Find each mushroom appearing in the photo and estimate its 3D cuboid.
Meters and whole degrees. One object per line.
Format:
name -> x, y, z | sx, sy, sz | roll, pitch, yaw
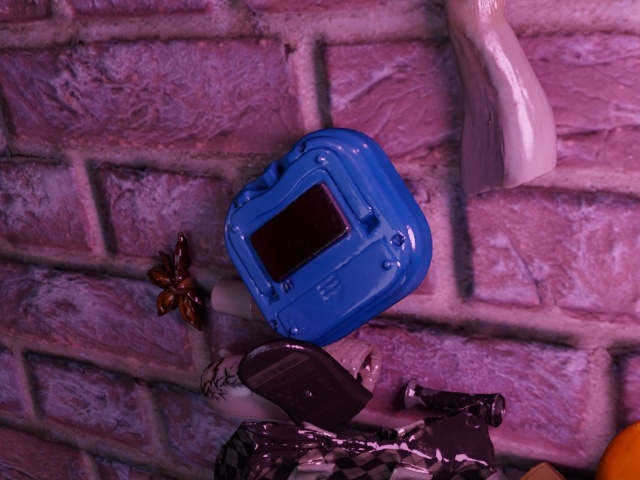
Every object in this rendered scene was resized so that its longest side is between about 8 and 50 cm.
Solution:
mushroom -> 0.237, -0.222, 1.244 | 0.159, 0.122, 0.329 | -8, 106, 26

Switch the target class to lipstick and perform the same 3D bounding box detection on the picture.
lipstick -> -0.082, 0.120, 1.636 | 0.254, 0.070, 0.070 | 8, 115, 30

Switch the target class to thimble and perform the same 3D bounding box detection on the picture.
thimble -> 0.048, 0.223, 1.567 | 0.090, 0.115, 0.102 | 11, 97, 29

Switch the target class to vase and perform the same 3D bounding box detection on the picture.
vase -> 0.227, 0.276, 1.511 | 0.167, 0.059, 0.059 | 5, 113, 31

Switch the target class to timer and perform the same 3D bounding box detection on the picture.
timer -> 0.000, 0.000, 1.466 | 0.340, 0.115, 0.309 | -37, 78, 30

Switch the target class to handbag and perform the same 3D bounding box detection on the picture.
handbag -> 0.044, 0.367, 1.417 | 0.317, 0.416, 0.180 | 110, 158, -57

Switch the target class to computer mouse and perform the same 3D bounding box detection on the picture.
computer mouse -> -0.022, 0.227, 1.460 | 0.147, 0.088, 0.264 | -27, 124, 20

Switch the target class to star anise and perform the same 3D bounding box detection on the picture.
star anise -> -0.297, 0.093, 1.776 | 0.157, 0.053, 0.212 | -11, 106, 36

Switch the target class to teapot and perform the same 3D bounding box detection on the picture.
teapot -> -0.104, 0.259, 1.642 | 0.208, 0.166, 0.299 | 28, 147, -30

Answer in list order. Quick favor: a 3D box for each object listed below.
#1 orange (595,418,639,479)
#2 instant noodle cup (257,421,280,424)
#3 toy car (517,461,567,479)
orange -> 0.512, 0.368, 1.254 | 0.246, 0.246, 0.246 | 14, 117, 28
instant noodle cup -> -0.082, 0.454, 1.713 | 0.153, 0.205, 0.205 | 24, 122, 30
toy car -> 0.404, 0.468, 1.371 | 0.124, 0.101, 0.257 | 50, 180, -43
